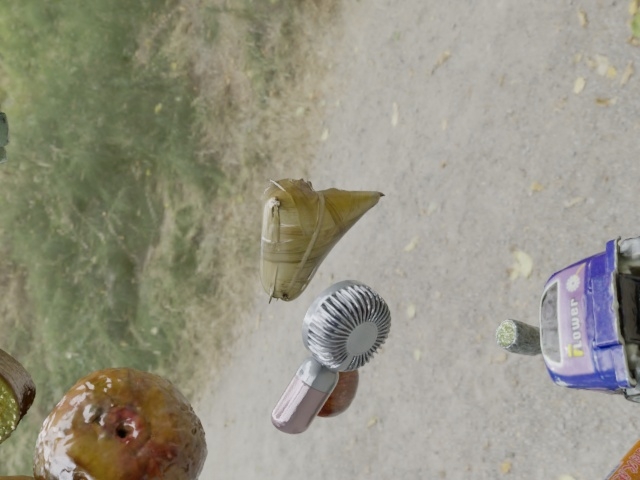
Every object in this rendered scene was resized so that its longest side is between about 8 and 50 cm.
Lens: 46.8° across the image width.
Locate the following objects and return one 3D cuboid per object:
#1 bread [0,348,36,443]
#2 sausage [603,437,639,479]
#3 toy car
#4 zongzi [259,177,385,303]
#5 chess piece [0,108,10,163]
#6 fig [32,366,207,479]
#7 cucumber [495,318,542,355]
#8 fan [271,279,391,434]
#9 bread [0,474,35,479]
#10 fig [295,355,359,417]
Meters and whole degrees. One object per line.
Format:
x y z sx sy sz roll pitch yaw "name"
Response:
-0.431 0.190 0.934 0.103 0.132 0.172 -49 9 -16 "bread"
0.582 0.370 1.304 0.053 0.348 0.053 39 148 30 "sausage"
0.361 0.104 0.834 0.158 0.235 0.172 -25 55 53 "toy car"
0.000 0.000 1.181 0.099 0.197 0.194 -124 38 -60 "zongzi"
-0.466 -0.092 0.705 0.194 0.299 0.194 26 128 39 "chess piece"
-0.345 0.401 1.325 0.368 0.286 0.286 100 167 -56 "fig"
0.388 0.188 1.410 0.064 0.112 0.064 -25 57 46 "cucumber"
0.008 0.172 1.067 0.074 0.130 0.244 36 94 46 "fan"
-0.528 0.474 1.233 0.241 0.136 0.107 -168 84 -69 "bread"
-0.003 0.365 1.850 0.175 0.207 0.175 3 97 30 "fig"
